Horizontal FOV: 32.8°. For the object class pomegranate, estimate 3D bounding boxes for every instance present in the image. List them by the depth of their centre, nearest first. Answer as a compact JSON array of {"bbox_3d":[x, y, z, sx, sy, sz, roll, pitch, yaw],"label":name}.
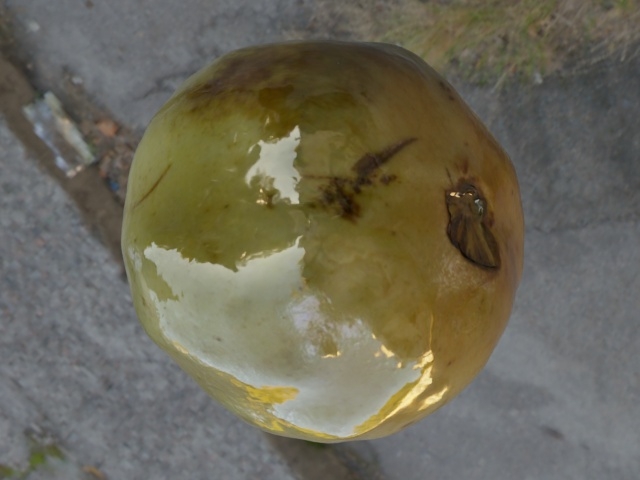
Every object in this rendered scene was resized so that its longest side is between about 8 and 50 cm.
[{"bbox_3d":[0.000,0.000,0.890,0.332,0.332,0.332,22,141,19],"label":"pomegranate"}]
